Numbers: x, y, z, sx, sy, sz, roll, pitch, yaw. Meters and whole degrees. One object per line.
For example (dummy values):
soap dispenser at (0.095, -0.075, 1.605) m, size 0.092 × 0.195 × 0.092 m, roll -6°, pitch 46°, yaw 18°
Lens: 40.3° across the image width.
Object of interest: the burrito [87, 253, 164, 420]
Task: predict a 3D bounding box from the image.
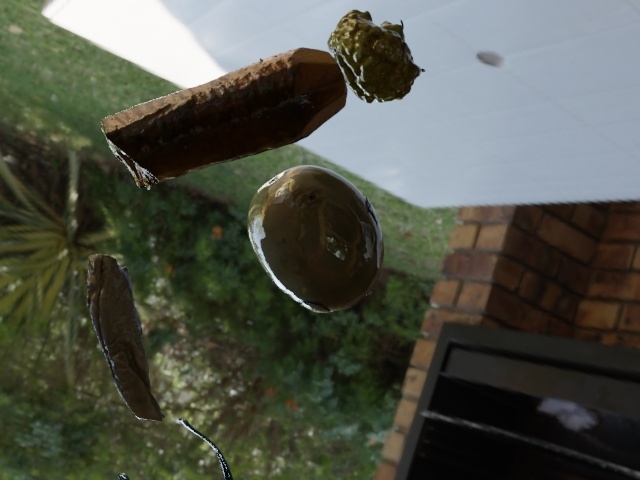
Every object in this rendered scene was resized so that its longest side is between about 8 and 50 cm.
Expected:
burrito at (-0.252, 0.124, 1.118) m, size 0.058 × 0.229 × 0.063 m, roll -14°, pitch -172°, yaw 19°

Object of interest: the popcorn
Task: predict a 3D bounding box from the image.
popcorn at (0.114, -0.395, 1.858) m, size 0.170 × 0.189 × 0.218 m, roll -27°, pitch 139°, yaw 12°

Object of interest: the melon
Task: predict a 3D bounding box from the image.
melon at (0.000, 0.000, 1.837) m, size 0.330 × 0.268 × 0.268 m, roll 53°, pitch 160°, yaw -13°

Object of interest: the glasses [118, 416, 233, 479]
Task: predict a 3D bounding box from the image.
glasses at (-0.210, 0.362, 1.233) m, size 0.088 × 0.190 × 0.220 m, roll 5°, pitch 124°, yaw 42°

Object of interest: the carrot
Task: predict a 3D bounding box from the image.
carrot at (-0.117, -0.152, 1.086) m, size 0.302 × 0.114 × 0.114 m, roll -20°, pitch 171°, yaw -5°
